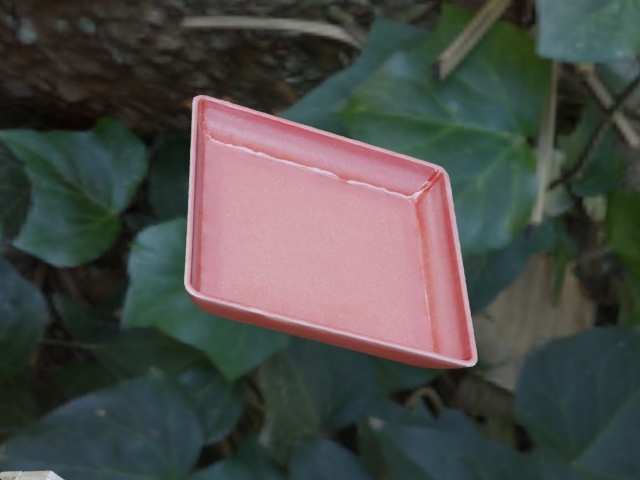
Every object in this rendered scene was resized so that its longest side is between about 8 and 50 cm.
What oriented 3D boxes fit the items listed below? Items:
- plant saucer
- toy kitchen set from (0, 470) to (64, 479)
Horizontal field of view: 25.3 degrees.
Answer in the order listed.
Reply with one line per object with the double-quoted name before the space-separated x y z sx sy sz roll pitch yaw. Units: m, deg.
"plant saucer" 0.000 0.000 1.253 0.258 0.048 0.259 15 41 -17
"toy kitchen set" -0.190 0.210 0.983 0.083 0.075 0.068 42 58 -26
